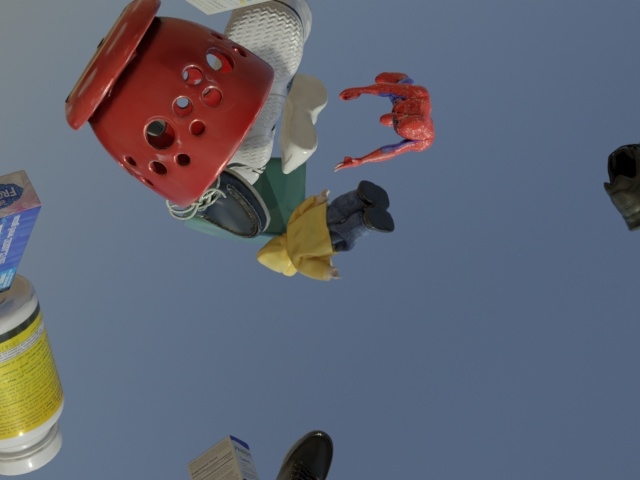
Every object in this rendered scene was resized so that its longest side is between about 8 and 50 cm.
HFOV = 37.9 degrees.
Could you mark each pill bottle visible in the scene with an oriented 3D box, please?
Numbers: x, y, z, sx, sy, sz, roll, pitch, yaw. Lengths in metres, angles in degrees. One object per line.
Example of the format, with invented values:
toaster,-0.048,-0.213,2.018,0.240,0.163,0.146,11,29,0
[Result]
pill bottle,-0.556,0.237,1.625,0.188,0.334,0.188,-4,-151,2

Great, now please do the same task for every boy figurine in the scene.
boy figurine,0.000,0.000,1.735,0.285,0.092,0.177,-30,-119,33

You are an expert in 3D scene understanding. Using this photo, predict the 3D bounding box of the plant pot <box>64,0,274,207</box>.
plant pot,-0.170,-0.157,1.023,0.191,0.174,0.191,-47,-158,26

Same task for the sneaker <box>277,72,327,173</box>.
sneaker,-0.044,-0.212,1.682,0.094,0.080,0.212,126,-19,-47

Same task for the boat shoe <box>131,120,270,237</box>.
boat shoe,-0.180,-0.082,1.304,0.095,0.254,0.079,-40,-164,24

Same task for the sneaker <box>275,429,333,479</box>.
sneaker,-0.024,0.391,1.500,0.222,0.083,0.118,-57,-174,-35

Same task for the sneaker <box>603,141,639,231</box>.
sneaker,0.616,-0.146,1.782,0.109,0.130,0.286,-34,-164,41

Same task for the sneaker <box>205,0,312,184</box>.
sneaker,-0.107,-0.239,1.419,0.210,0.137,0.366,-76,-169,-49

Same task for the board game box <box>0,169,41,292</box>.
board game box,-0.584,0.039,1.334,0.318,0.066,0.318,-22,166,-33

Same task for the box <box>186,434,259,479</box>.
box,-0.199,0.503,1.955,0.126,0.072,0.137,-36,-131,14

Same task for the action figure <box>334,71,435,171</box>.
action figure,0.071,-0.160,1.203,0.139,0.091,0.280,-10,-165,-1

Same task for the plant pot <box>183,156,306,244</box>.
plant pot,-0.160,-0.082,1.906,0.166,0.234,0.165,146,-54,-77

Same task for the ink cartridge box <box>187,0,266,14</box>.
ink cartridge box,-0.075,-0.275,0.838,0.175,0.127,0.072,-1,-106,38
